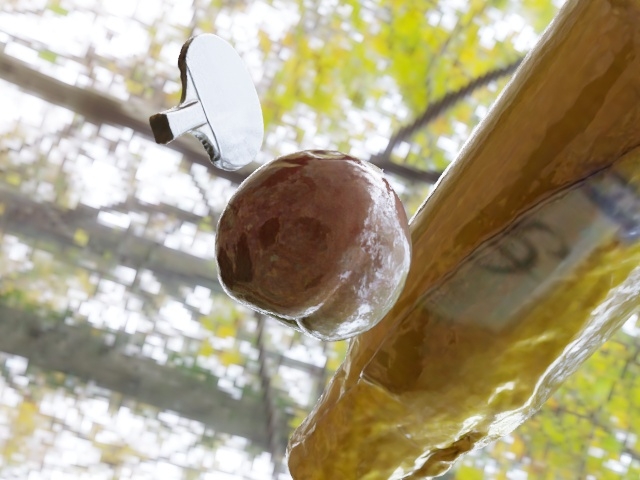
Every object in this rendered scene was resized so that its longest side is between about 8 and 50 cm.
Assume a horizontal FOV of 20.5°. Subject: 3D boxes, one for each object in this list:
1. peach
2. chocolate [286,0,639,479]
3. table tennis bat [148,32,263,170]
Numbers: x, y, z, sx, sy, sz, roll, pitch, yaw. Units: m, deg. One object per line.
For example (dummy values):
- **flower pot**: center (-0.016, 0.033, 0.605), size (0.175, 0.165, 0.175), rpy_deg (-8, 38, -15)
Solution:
- **peach**: center (-0.002, 0.000, 0.727), size (0.083, 0.083, 0.083), rpy_deg (-21, -120, 42)
- **chocolate**: center (0.124, 0.024, 1.065), size (0.445, 0.162, 0.162), rpy_deg (-55, -139, 33)
- **table tennis bat**: center (-0.103, -0.122, 1.625), size (0.019, 0.220, 0.130), rpy_deg (-17, -82, 22)
